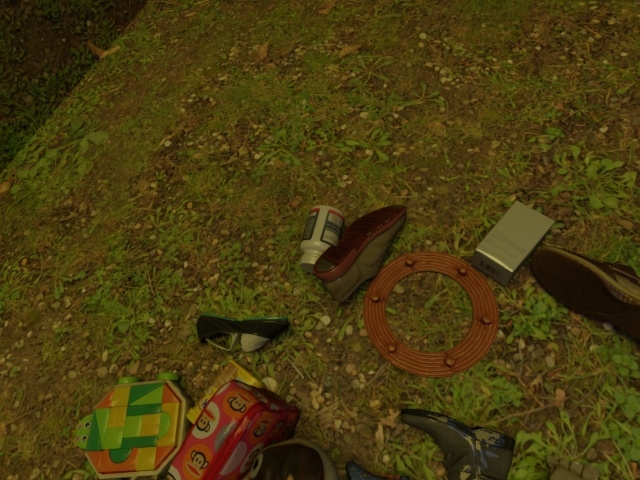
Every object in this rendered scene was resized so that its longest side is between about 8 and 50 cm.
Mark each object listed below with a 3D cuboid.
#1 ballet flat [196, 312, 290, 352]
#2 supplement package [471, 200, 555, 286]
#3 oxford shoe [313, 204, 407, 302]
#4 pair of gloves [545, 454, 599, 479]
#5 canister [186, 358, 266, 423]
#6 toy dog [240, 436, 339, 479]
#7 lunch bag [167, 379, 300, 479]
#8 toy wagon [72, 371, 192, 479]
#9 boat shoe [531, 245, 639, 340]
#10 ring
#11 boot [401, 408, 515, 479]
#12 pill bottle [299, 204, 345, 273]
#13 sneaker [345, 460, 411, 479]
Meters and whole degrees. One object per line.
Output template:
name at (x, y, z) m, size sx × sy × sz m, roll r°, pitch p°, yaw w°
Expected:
ballet flat at (-0.211, 0.250, 1.078) m, size 0.281 × 0.095 × 0.096 m, roll -3°, pitch 72°, yaw 24°
supplement package at (0.484, 0.009, 1.017) m, size 0.179 × 0.105 × 0.105 m, roll -45°, pitch 61°, yaw -11°
oxford shoe at (0.127, 0.026, 1.108) m, size 0.348 × 0.130 × 0.123 m, roll -39°, pitch 28°, yaw -25°
pair of gloves at (0.537, 0.518, 0.726) m, size 0.240 × 0.042 × 0.204 m, roll 17°, pitch 35°, yaw 17°
canister at (-0.233, 0.402, 1.007) m, size 0.126 × 0.073 × 0.169 m, roll 29°, pitch 71°, yaw 25°
toy dog at (-0.015, 0.570, 0.707) m, size 0.396 × 0.284 × 0.407 m, roll -25°, pitch 71°, yaw -7°
lunch bag at (-0.179, 0.442, 0.845) m, size 0.120 × 0.293 × 0.258 m, roll 27°, pitch 76°, yaw 27°
toy wagon at (-0.500, 0.488, 1.029) m, size 0.345 × 0.068 × 0.267 m, roll -9°, pitch 61°, yaw 9°
boat shoe at (0.671, 0.111, 0.927) m, size 0.342 × 0.123 × 0.123 m, roll 34°, pitch 45°, yaw 32°
ring at (0.275, 0.174, 1.025) m, size 0.337 × 0.032 × 0.336 m, roll -5°, pitch 61°, yaw 10°
boot at (0.278, 0.462, 0.846) m, size 0.247 × 0.083 × 0.161 m, roll 11°, pitch 72°, yaw 21°
pill bottle at (0.000, 0.000, 1.141) m, size 0.108 × 0.108 × 0.180 m, roll 8°, pitch 65°, yaw 18°
sneaker at (0.153, 0.534, 0.846) m, size 0.221 × 0.083 × 0.087 m, roll 23°, pitch 51°, yaw 23°
